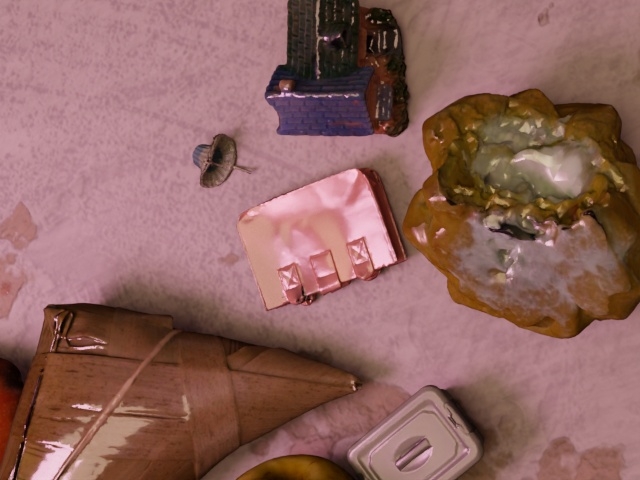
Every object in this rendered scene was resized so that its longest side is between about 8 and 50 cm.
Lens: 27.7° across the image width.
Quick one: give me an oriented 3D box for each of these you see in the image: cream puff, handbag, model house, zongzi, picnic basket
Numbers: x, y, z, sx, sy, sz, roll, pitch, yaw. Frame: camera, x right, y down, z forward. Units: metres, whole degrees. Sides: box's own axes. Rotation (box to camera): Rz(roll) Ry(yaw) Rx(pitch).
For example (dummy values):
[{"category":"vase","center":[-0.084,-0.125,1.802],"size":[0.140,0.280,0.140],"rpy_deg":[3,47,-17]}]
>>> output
[{"category":"cream puff","center":[0.279,-0.033,1.642],"size":[0.323,0.270,0.274],"rpy_deg":[15,131,19]},{"category":"handbag","center":[0.000,0.000,1.811],"size":[0.212,0.059,0.157],"rpy_deg":[-22,84,20]},{"category":"model house","center":[0.018,-0.230,1.735],"size":[0.166,0.172,0.183],"rpy_deg":[1,92,20]},{"category":"zongzi","center":[-0.227,0.355,1.779],"size":[0.466,0.218,0.500],"rpy_deg":[13,80,20]},{"category":"picnic basket","center":[-0.147,-0.111,1.856],"size":[0.083,0.065,0.083],"rpy_deg":[27,96,33]}]

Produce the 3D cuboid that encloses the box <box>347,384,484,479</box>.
[{"category":"box","center":[0.137,0.281,1.758],"size":[0.172,0.093,0.124],"rpy_deg":[-40,79,16]}]

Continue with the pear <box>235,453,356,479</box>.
[{"category":"pear","center":[-0.029,0.429,1.729],"size":[0.283,0.283,0.284],"rpy_deg":[1,93,19]}]

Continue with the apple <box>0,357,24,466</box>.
[{"category":"apple","center":[-0.522,0.275,1.932],"size":[0.229,0.230,0.230],"rpy_deg":[1,93,19]}]
